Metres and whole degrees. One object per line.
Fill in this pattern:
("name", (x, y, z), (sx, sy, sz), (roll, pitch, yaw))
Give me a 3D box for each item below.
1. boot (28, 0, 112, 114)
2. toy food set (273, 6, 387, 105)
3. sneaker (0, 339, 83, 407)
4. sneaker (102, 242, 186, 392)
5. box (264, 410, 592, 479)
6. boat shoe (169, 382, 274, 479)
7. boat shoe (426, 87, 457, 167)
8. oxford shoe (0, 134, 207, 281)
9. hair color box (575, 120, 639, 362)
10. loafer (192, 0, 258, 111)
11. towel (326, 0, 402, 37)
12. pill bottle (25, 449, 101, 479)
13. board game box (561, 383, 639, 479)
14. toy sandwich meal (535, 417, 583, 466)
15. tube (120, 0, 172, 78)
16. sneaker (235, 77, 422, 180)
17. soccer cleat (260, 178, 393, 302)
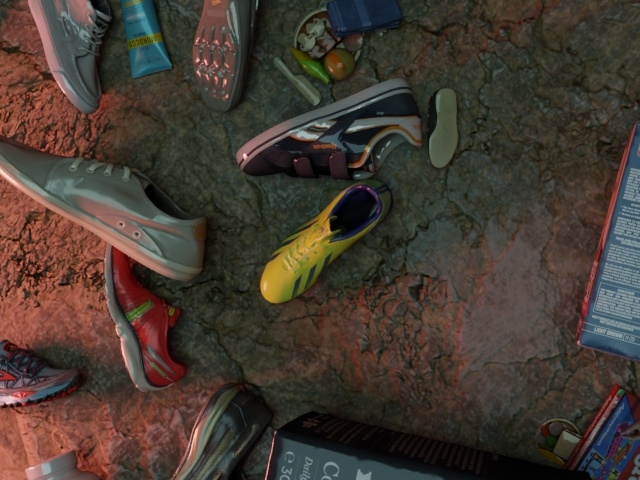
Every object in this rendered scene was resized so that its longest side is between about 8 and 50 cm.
("boot", (-0.426, -0.365, 1.737), (0.123, 0.095, 0.258), (-26, 84, 19))
("toy food set", (0.014, -0.340, 1.670), (0.132, 0.038, 0.192), (45, 100, 8))
("sneaker", (-0.564, 0.243, 1.778), (0.261, 0.104, 0.125), (-8, 87, 12))
("sneaker", (-0.313, 0.128, 1.737), (0.118, 0.107, 0.279), (-18, 90, -6))
("box", (0.136, 0.549, 1.452), (0.471, 0.297, 0.480), (10, 88, 10))
("boat shoe", (-0.187, 0.427, 1.684), (0.130, 0.132, 0.355), (24, 97, 11))
("boat shoe", (0.203, -0.189, 1.632), (0.049, 0.042, 0.133), (3, 93, -13))
("oxford shoe", (-0.386, -0.086, 1.703), (0.449, 0.169, 0.130), (29, 100, 3))
("hair color box", (0.489, 0.001, 1.502), (0.105, 0.174, 0.347), (15, 94, 13))
("loafer", (-0.151, -0.383, 1.672), (0.112, 0.111, 0.319), (18, 113, 28))
("towel", (0.073, -0.384, 1.642), (0.119, 0.029, 0.067), (-13, 73, -8))
("pill bottle", (-0.439, 0.515, 1.733), (0.146, 0.146, 0.264), (-21, 86, 12))
("board game box", (0.468, 0.387, 1.572), (0.145, 0.027, 0.281), (29, 97, -5))
("toy sandwich meal", (0.396, 0.335, 1.602), (0.085, 0.029, 0.086), (0, 91, 12))
("tube", (-0.325, -0.402, 1.744), (0.080, 0.052, 0.207), (-10, 95, 22))
("sneaker", (0.017, -0.154, 1.629), (0.321, 0.126, 0.127), (-22, 81, 11))
("soccer cleat", (0.000, -0.001, 1.637), (0.289, 0.121, 0.093), (-41, 83, 10))
